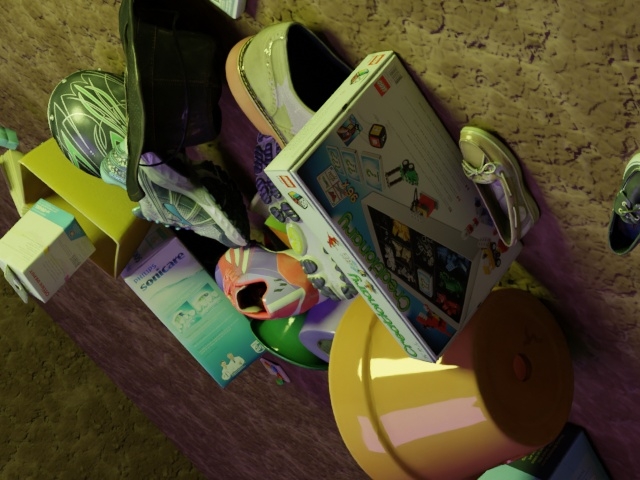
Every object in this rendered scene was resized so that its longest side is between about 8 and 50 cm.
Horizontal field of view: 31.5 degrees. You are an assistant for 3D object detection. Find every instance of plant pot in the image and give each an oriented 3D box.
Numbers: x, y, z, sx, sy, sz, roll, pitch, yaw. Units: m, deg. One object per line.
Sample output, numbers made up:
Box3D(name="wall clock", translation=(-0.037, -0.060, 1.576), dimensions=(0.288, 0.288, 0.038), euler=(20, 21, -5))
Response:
Box3D(name="plant pot", translation=(-0.361, -0.094, 1.915), dimensions=(0.212, 0.187, 0.212), euler=(39, 159, 3))
Box3D(name="plant pot", translation=(0.183, 0.176, 1.456), dimensions=(0.204, 0.291, 0.291), euler=(-18, 120, 47))

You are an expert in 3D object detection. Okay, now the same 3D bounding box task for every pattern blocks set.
Box3D(name="pattern blocks set", translation=(-0.507, -0.089, 2.092), dimensions=(0.285, 0.026, 0.324), euler=(24, -153, -30))

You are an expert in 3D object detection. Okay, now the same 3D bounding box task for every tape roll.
Box3D(name="tape roll", translation=(0.067, 0.148, 1.756), dimensions=(0.189, 0.080, 0.189), euler=(20, 159, 8))

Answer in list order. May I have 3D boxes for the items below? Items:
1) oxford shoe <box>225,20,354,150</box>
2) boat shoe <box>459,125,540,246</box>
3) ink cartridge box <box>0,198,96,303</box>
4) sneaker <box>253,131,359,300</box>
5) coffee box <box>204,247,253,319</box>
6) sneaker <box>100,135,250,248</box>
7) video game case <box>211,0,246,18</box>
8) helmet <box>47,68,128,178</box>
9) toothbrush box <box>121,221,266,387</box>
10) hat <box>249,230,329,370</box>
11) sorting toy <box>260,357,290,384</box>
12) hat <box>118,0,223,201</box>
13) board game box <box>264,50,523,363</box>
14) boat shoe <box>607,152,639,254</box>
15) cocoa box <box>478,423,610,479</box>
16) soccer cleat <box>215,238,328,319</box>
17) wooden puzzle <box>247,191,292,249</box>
Box3D(name="oxford shoe", translation=(0.034, -0.108, 1.337), dimensions=(0.348, 0.123, 0.130), euler=(46, 152, -16))
Box3D(name="boat shoe", translation=(0.192, -0.060, 1.259), dimensions=(0.056, 0.048, 0.153), euler=(15, 147, 48))
Box3D(name="ink cartridge box", translation=(-0.457, 0.023, 1.846), dimensions=(0.090, 0.143, 0.092), euler=(26, 154, 32))
Box3D(name="sneaker", translation=(-0.005, -0.053, 1.518), dimensions=(0.107, 0.110, 0.275), euler=(-10, 113, 29))
Box3D(name="coffee box", translation=(-0.123, 0.095, 2.082), dimensions=(0.113, 0.040, 0.184), euler=(10, 144, 52))
Box3D(name="sneaker", translation=(-0.218, -0.070, 1.737), dimensions=(0.122, 0.110, 0.283), euler=(-29, 132, 22))
Box3D(name="video game case", translation=(-0.153, -0.361, 1.284), dimensions=(0.183, 0.023, 0.201), euler=(38, 158, 7))
Box3D(name="helmet", translation=(-0.332, -0.178, 1.750), dimensions=(0.169, 0.169, 0.161), euler=(37, 163, 8))
Box3D(name="toothbrush box", translation=(-0.251, 0.103, 2.121), dimensions=(0.295, 0.126, 0.216), euler=(51, 175, -25))
Box3D(name="hat", translation=(-0.014, 0.103, 1.949), dimensions=(0.173, 0.183, 0.208), euler=(34, -162, 27))
Box3D(name="sorting toy", translation=(-0.092, 0.288, 2.439), dimensions=(0.062, 0.012, 0.083), euler=(16, 147, 46))
Box3D(name="hat", translation=(-0.189, -0.202, 1.475), dimensions=(0.331, 0.134, 0.331), euler=(177, 90, -79))
Box3D(name="board game box", translation=(0.093, -0.033, 1.280), dimensions=(0.053, 0.193, 0.305), euler=(6, 140, 54))
Box3D(name="boat shoe", translation=(0.314, -0.032, 1.126), dimensions=(0.049, 0.040, 0.142), euler=(31, 157, 23))
Box3D(name="cocoa box", translation=(0.259, 0.449, 1.720), dimensions=(0.228, 0.347, 0.231), euler=(14, 146, 47))
Box3D(name="soccer cleat", translation=(-0.106, 0.068, 1.777), dimensions=(0.318, 0.116, 0.108), euler=(3, 118, 59))
Box3D(name="wooden puzzle", translation=(0.000, 0.000, 1.696), dimensions=(0.239, 0.044, 0.221), euler=(41, 158, -1))
